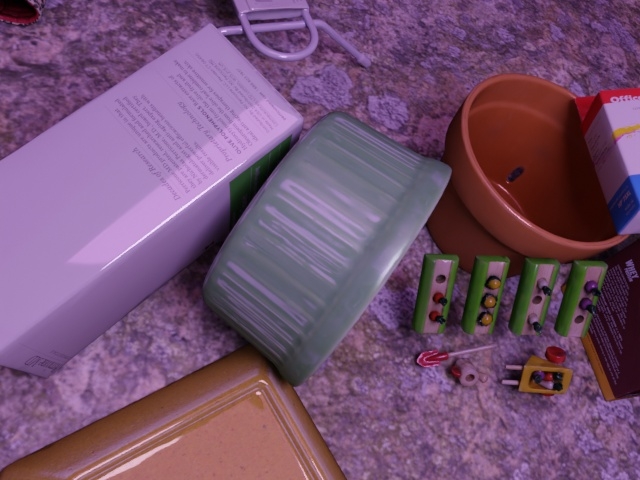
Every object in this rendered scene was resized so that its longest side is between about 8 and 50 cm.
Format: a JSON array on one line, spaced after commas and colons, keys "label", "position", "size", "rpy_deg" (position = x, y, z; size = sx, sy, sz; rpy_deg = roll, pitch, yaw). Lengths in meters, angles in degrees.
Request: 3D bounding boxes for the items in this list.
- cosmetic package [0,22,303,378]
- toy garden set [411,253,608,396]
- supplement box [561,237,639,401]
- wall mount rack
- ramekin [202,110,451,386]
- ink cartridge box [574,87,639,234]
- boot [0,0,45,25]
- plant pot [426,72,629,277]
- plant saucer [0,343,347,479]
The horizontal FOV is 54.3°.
[{"label": "cosmetic package", "position": [-0.209, -0.036, 0.665], "size": [0.365, 0.197, 0.155], "rpy_deg": [-42, 83, -16]}, {"label": "toy garden set", "position": [0.244, 0.122, 0.822], "size": [0.244, 0.203, 0.049], "rpy_deg": [2, 24, -8]}, {"label": "supplement box", "position": [0.498, 0.113, 0.918], "size": [0.129, 0.194, 0.191], "rpy_deg": [-1, 62, -22]}, {"label": "wall mount rack", "position": [-0.068, -0.398, 1.033], "size": [0.304, 0.130, 0.350], "rpy_deg": [-11, 67, -23]}, {"label": "ramekin", "position": [0.000, 0.000, 0.717], "size": [0.148, 0.303, 0.303], "rpy_deg": [36, 55, 1]}, {"label": "ink cartridge box", "position": [0.442, -0.129, 0.834], "size": [0.134, 0.078, 0.231], "rpy_deg": [-5, 62, 0]}, {"label": "boot", "position": [-0.487, -0.415, 0.892], "size": [0.236, 0.085, 0.178], "rpy_deg": [14, 60, -15]}, {"label": "plant pot", "position": [0.289, -0.071, 0.934], "size": [0.291, 0.203, 0.290], "rpy_deg": [10, 58, -17]}, {"label": "plant saucer", "position": [-0.105, 0.296, 0.640], "size": [0.333, 0.081, 0.332], "rpy_deg": [-24, 72, -31]}]
